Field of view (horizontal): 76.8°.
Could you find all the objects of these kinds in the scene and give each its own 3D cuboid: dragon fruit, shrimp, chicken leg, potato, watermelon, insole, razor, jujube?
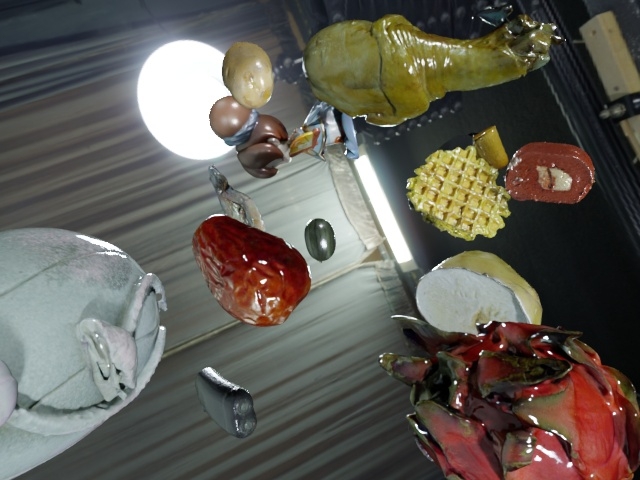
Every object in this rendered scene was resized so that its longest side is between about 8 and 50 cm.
[{"bbox_3d":[0.184,0.169,0.407,0.192,0.274,0.193,-157,-102,-78],"label":"dragon fruit"},{"bbox_3d":[-0.286,-0.130,1.390,0.164,0.062,0.317,-24,-81,44],"label":"shrimp"},{"bbox_3d":[0.091,-0.160,0.378,0.103,0.228,0.088,65,35,-54],"label":"chicken leg"},{"bbox_3d":[0.410,0.149,0.981,0.300,0.196,0.246,40,-45,31],"label":"potato"},{"bbox_3d":[-0.157,-0.362,0.888,0.109,0.118,0.178,40,18,-49],"label":"potato"},{"bbox_3d":[0.000,0.000,0.966,0.078,0.078,0.110,-149,-134,-69],"label":"watermelon"},{"bbox_3d":[0.400,-0.227,1.346,0.110,0.309,0.012,32,-3,30],"label":"insole"},{"bbox_3d":[-0.176,0.287,0.725,0.148,0.054,0.090,9,-70,46],"label":"razor"},{"bbox_3d":[-0.145,0.057,0.822,0.255,0.190,0.190,37,-22,15],"label":"jujube"}]

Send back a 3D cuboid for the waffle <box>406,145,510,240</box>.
[{"bbox_3d":[0.426,-0.134,1.232,0.312,0.307,0.060,58,-12,6],"label":"waffle"}]

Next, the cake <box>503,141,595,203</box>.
[{"bbox_3d":[0.794,-0.239,1.411,0.283,0.151,0.177,11,-56,33],"label":"cake"}]

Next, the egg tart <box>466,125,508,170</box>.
[{"bbox_3d":[0.568,-0.306,1.471,0.171,0.215,0.215,58,-13,2],"label":"egg tart"}]

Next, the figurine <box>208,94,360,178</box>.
[{"bbox_3d":[-0.099,-0.315,1.177,0.276,0.388,0.248,-30,107,-83],"label":"figurine"}]

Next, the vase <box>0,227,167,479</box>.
[{"bbox_3d":[-0.287,0.106,0.313,0.445,0.250,0.250,-145,-147,-85],"label":"vase"}]
